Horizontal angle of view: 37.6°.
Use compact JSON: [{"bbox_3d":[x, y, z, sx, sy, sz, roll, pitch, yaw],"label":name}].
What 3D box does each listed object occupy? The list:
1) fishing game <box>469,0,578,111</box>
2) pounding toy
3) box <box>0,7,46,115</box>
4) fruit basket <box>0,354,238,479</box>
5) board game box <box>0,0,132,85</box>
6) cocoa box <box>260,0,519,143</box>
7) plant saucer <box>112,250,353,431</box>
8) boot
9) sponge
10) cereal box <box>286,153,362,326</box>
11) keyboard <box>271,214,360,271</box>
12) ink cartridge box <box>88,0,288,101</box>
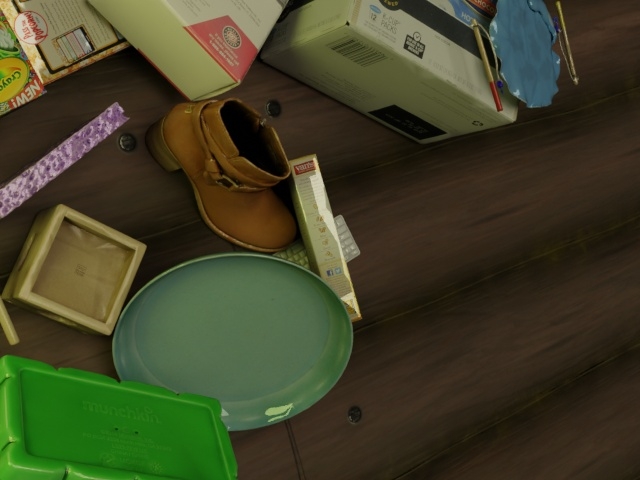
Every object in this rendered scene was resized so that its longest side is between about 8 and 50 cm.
[{"bbox_3d":[0.303,-0.289,1.412,0.264,0.041,0.189,-29,104,-45],"label":"fishing game"},{"bbox_3d":[-0.355,0.048,1.177,0.206,0.094,0.181,29,71,-29],"label":"pounding toy"},{"bbox_3d":[-0.517,-0.213,1.035,0.290,0.177,0.279,-36,107,-31],"label":"box"},{"bbox_3d":[-0.309,0.358,1.134,0.392,0.283,0.392,-11,131,-13],"label":"fruit basket"},{"bbox_3d":[-0.332,-0.302,1.247,0.193,0.045,0.146,-34,106,-32],"label":"board game box"},{"bbox_3d":[0.128,-0.331,1.454,0.347,0.231,0.228,23,73,-32],"label":"cocoa box"},{"bbox_3d":[-0.116,0.133,1.261,0.318,0.317,0.043,32,25,-29],"label":"plant saucer"},{"bbox_3d":[-0.092,-0.088,1.291,0.283,0.220,0.109,48,62,-22],"label":"boot"},{"bbox_3d":[-0.343,-0.094,1.181,0.210,0.117,0.031,-45,109,-29],"label":"sponge"},{"bbox_3d":[0.000,0.000,1.370,0.047,0.173,0.240,-15,91,-4],"label":"cereal box"},{"bbox_3d":[-0.044,0.046,1.441,0.256,0.014,0.072,-31,104,-32],"label":"keyboard"},{"bbox_3d":[-0.154,-0.368,1.300,0.207,0.117,0.283,44,54,-29],"label":"ink cartridge box"}]
